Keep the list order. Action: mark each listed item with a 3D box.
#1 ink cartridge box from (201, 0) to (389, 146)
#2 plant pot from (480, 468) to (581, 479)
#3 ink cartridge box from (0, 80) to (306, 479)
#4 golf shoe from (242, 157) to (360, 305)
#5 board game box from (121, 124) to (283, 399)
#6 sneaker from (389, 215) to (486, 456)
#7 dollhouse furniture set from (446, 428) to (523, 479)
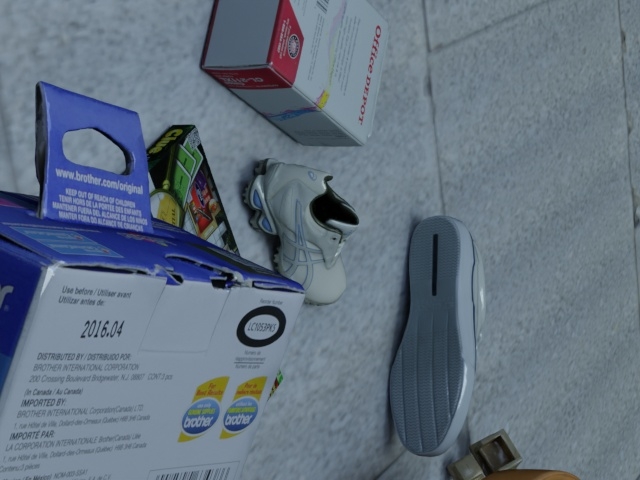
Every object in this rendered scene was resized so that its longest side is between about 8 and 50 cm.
[{"bbox_3d":[-0.017,-0.171,1.198,0.175,0.072,0.127,35,61,-55],"label":"ink cartridge box"},{"bbox_3d":[0.135,0.360,1.343,0.291,0.203,0.291,-3,93,-55],"label":"plant pot"},{"bbox_3d":[-0.163,0.119,0.767,0.270,0.151,0.395,11,101,-64],"label":"ink cartridge box"},{"bbox_3d":[0.000,0.000,1.226,0.176,0.086,0.069,60,41,-45],"label":"golf shoe"},{"bbox_3d":[-0.104,0.052,1.106,0.136,0.030,0.260,-50,133,-43],"label":"board game box"},{"bbox_3d":[0.139,0.105,1.458,0.091,0.094,0.258,26,68,-52],"label":"sneaker"},{"bbox_3d":[0.163,0.331,1.568,0.182,0.161,0.101,-24,159,-17],"label":"dollhouse furniture set"}]
